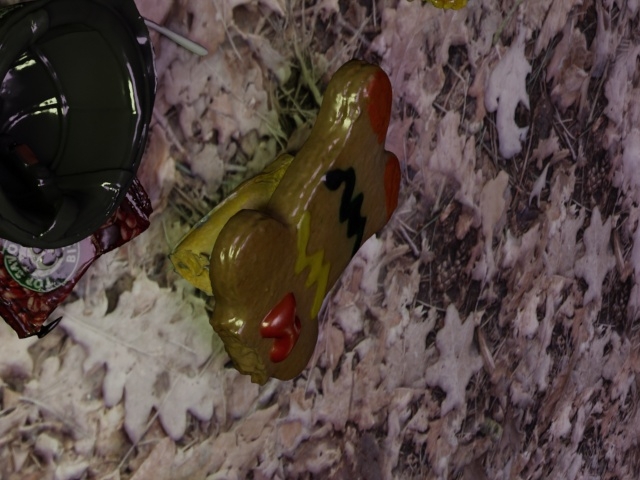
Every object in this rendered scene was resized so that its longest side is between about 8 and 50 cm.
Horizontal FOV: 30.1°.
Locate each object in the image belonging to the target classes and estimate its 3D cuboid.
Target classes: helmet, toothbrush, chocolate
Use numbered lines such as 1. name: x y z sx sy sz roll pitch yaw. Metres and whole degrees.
1. helmet: -0.289 -0.126 1.158 0.278 0.161 0.230 -63 144 -37
2. toothbrush: -0.198 -0.242 1.343 0.204 0.017 0.022 19 108 -52
3. chocolate: -0.096 -0.030 1.510 0.219 0.086 0.085 -50 137 -32

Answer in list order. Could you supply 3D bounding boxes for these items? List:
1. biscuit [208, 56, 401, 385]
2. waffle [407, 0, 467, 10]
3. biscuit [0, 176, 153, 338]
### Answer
1. biscuit: 0.000 0.000 1.564 0.394 0.076 0.368 -56 155 -25
2. waffle: 0.191 -0.449 1.713 0.243 0.059 0.237 -15 116 -49
3. biscuit: -0.282 -0.010 1.291 0.235 0.063 0.151 -48 125 -23
